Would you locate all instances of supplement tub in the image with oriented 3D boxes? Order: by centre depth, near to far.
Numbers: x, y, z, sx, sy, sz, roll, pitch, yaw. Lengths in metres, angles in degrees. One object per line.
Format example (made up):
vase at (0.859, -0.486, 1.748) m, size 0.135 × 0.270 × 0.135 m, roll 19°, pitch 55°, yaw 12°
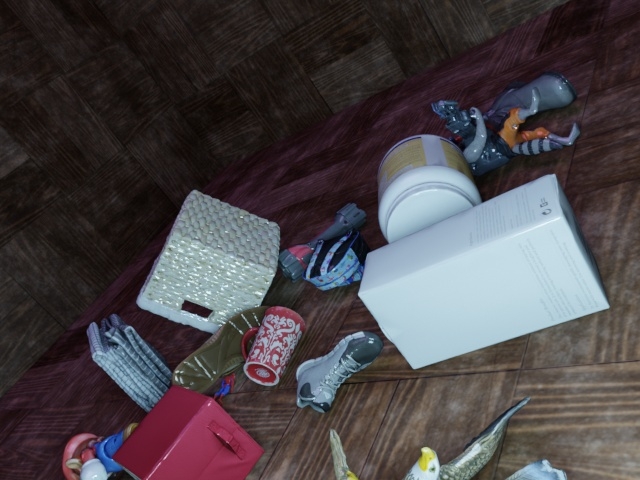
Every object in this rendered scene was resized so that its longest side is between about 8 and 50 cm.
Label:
supplement tub at (0.260, -0.099, 1.442) m, size 0.241 × 0.241 × 0.331 m, roll -29°, pitch 23°, yaw 19°

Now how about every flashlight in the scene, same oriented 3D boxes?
flashlight at (0.000, 0.000, 1.839) m, size 0.304 × 0.103 × 0.103 m, roll -40°, pitch -19°, yaw -17°

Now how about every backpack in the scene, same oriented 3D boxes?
backpack at (0.042, 0.068, 1.597) m, size 0.158 × 0.116 × 0.173 m, roll -18°, pitch 28°, yaw 39°

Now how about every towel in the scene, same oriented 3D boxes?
towel at (-0.514, 0.336, 1.660) m, size 0.121 × 0.283 × 0.235 m, roll -41°, pitch 23°, yaw -13°

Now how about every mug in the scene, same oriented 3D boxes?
mug at (-0.125, 0.270, 1.467) m, size 0.150 × 0.113 × 0.169 m, roll -38°, pitch 20°, yaw 41°

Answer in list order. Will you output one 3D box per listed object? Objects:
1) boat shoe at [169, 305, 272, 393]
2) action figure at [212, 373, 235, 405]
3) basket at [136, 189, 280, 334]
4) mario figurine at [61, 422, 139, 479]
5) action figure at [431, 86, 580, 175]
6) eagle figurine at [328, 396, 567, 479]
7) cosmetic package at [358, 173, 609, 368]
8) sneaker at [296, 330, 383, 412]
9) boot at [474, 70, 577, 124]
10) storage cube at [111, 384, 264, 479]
boat shoe at (-0.251, 0.291, 1.565) m, size 0.342 × 0.123 × 0.123 m, roll -37°, pitch 1°, yaw -31°
action figure at (-0.242, 0.377, 1.510) m, size 0.038 × 0.030 × 0.115 m, roll -20°, pitch 21°, yaw 24°
basket at (-0.311, 0.070, 1.740) m, size 0.331 × 0.329 × 0.266 m, roll -90°, pitch 25°, yaw -62°
mario figurine at (-0.471, 0.519, 1.377) m, size 0.321 × 0.198 × 0.170 m, roll -31°, pitch 41°, yaw 32°
action figure at (0.441, -0.261, 1.535) m, size 0.330 × 0.342 × 0.178 m, roll -25°, pitch 62°, yaw 45°
eagle figurine at (0.171, 0.342, 0.803) m, size 0.299 × 0.225 × 0.226 m, roll -7°, pitch 68°, yaw -2°
cosmetic package at (0.288, 0.069, 1.092) m, size 0.385 × 0.217 × 0.156 m, roll -22°, pitch 26°, yaw 27°
sneaker at (0.037, 0.286, 1.220) m, size 0.229 × 0.086 × 0.132 m, roll -36°, pitch 24°, yaw 29°
boot at (0.573, -0.369, 1.732) m, size 0.223 × 0.118 × 0.338 m, roll -41°, pitch 11°, yaw -5°
storage cube at (-0.271, 0.439, 1.216) m, size 0.215 × 0.183 × 0.193 m, roll -5°, pitch 38°, yaw 52°
